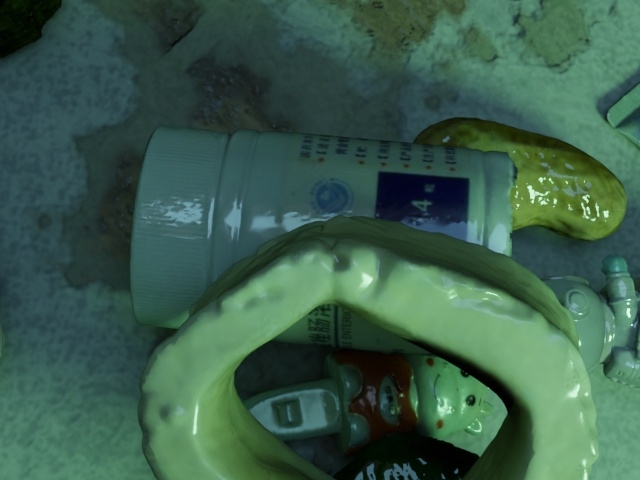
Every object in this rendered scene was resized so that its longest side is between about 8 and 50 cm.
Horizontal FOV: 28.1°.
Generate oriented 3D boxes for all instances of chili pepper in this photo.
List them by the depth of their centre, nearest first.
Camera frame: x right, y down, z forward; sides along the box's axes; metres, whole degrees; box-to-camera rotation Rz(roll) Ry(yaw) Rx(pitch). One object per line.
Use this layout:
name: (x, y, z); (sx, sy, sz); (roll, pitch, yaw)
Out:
chili pepper: (0.035, 0.274, 1.149); (0.148, 0.116, 0.264); (43, 89, -2)

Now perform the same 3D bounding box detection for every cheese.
cheese: (0.037, 0.128, 0.997); (0.332, 0.153, 0.292); (28, 103, -3)

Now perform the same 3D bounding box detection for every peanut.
peanut: (0.195, -0.055, 1.263); (0.226, 0.095, 0.108); (13, 71, -8)

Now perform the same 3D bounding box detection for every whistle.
whistle: (0.053, 0.145, 1.191); (0.253, 0.106, 0.102); (-7, 56, -11)

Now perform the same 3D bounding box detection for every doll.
doll: (0.308, 0.089, 1.226); (0.287, 0.151, 0.151); (2, 76, -4)

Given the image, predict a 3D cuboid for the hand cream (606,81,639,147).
hand cream: (0.454, -0.049, 1.318); (0.124, 0.078, 0.340); (-41, 81, -14)

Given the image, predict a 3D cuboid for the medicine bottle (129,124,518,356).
medicine bottle: (0.000, 0.000, 1.146); (0.332, 0.190, 0.190); (5, 76, 4)

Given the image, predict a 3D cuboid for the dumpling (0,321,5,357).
dumpling: (-0.376, 0.029, 1.136); (0.162, 0.132, 0.250); (-28, 82, -17)

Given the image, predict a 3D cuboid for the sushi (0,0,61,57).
sushi: (-0.398, -0.344, 1.200); (0.294, 0.178, 0.352); (-15, 78, -10)
